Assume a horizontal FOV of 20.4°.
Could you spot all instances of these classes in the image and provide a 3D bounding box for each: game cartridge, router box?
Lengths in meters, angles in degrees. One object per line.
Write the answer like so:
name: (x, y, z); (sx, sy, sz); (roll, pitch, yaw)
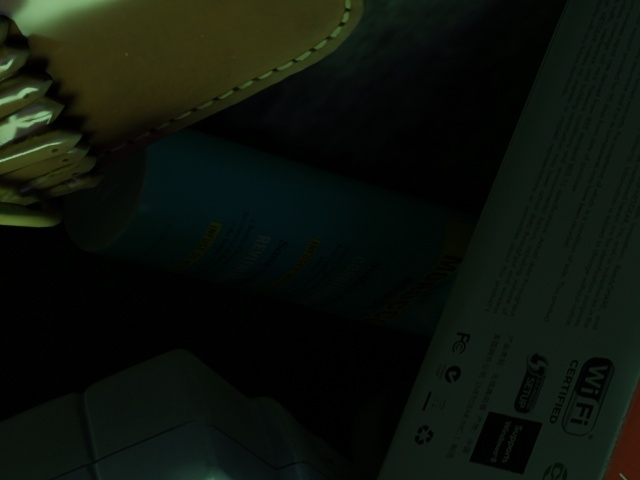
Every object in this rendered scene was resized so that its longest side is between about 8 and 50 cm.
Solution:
game cartridge: (-0.071, 0.153, 0.667); (0.230, 0.068, 0.355); (-19, 154, 12)
router box: (0.139, 0.114, 0.655); (0.082, 0.335, 0.301); (8, 157, 39)

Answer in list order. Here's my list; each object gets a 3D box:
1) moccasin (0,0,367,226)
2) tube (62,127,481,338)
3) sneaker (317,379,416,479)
moccasin: (-0.166, -0.026, 0.524); (0.380, 0.147, 0.139); (-15, 140, 2)
tube: (0.000, 0.000, 0.689); (0.207, 0.052, 0.080); (15, 144, -39)
sneaker: (0.065, 0.118, 0.835); (0.222, 0.083, 0.118); (18, 148, -39)
